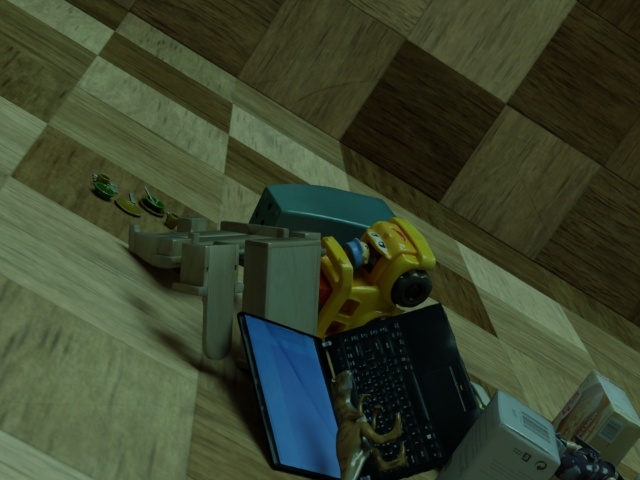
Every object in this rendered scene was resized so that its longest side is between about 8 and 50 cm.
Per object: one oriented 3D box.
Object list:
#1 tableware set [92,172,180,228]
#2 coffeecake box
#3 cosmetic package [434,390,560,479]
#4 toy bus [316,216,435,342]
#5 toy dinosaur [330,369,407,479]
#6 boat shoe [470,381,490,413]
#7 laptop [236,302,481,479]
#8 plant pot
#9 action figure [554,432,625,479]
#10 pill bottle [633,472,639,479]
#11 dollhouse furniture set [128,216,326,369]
[{"bbox_3d":[-0.292,-0.065,2.040,0.154,0.024,0.104,29,15,-21],"label":"tableware set"},{"bbox_3d":[0.466,0.323,2.191,0.068,0.142,0.185,32,14,-8],"label":"coffeecake box"},{"bbox_3d":[0.170,0.294,1.441,0.085,0.231,0.117,34,13,-2],"label":"cosmetic package"},{"bbox_3d":[0.037,0.062,1.975,0.211,0.220,0.149,17,26,-33],"label":"toy bus"},{"bbox_3d":[0.042,0.251,1.517,0.211,0.112,0.064,-85,165,-46],"label":"toy dinosaur"},{"bbox_3d":[0.210,0.278,1.841,0.096,0.117,0.324,24,12,-18],"label":"boat shoe"},{"bbox_3d":[0.055,0.177,1.623,0.136,0.264,0.234,73,0,-54],"label":"laptop"},{"bbox_3d":[0.000,0.000,2.208,0.234,0.165,0.166,17,20,-26],"label":"plant pot"},{"bbox_3d":[0.371,0.349,1.980,0.285,0.099,0.185,26,2,-39],"label":"action figure"},{"bbox_3d":[0.542,0.436,2.029,0.119,0.119,0.208,35,14,4],"label":"pill bottle"},{"bbox_3d":[-0.177,0.069,1.823,0.355,0.174,0.303,7,7,42],"label":"dollhouse furniture set"}]
